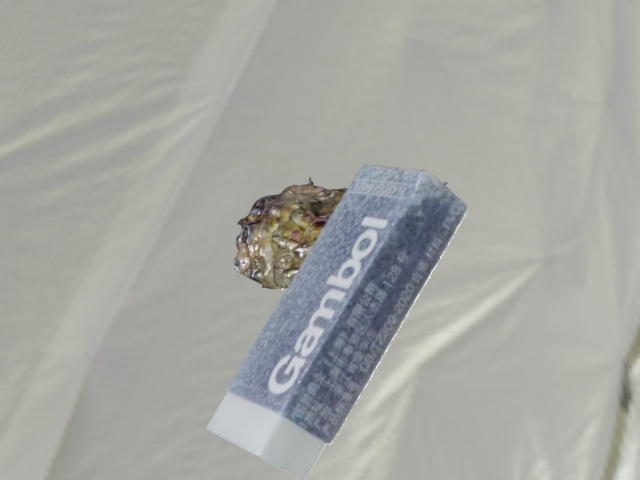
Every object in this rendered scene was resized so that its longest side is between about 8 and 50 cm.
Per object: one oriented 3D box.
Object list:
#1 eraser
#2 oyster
[{"bbox_3d":[0.010,0.050,1.026,0.046,0.092,0.212,35,-100,-25],"label":"eraser"},{"bbox_3d":[0.008,0.000,1.273,0.105,0.177,0.056,-54,-36,-21],"label":"oyster"}]
